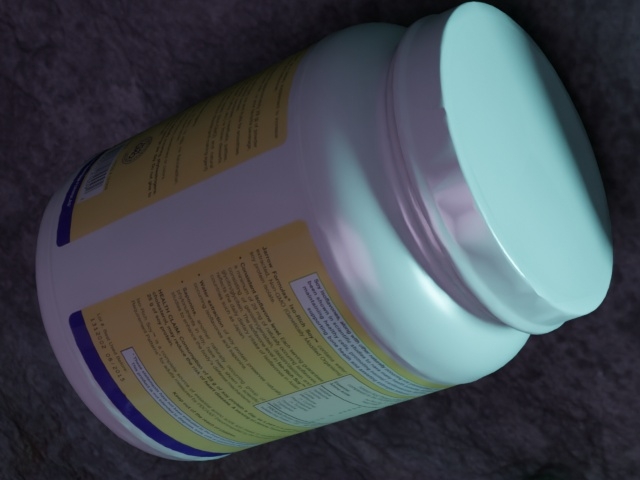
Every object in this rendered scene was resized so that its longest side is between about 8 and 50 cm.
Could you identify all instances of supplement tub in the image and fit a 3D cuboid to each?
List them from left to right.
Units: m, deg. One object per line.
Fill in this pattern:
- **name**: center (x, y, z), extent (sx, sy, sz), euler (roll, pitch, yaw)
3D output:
- **supplement tub**: center (0.000, 0.000, 0.860), extent (0.331, 0.241, 0.241), euler (-21, 103, 32)
